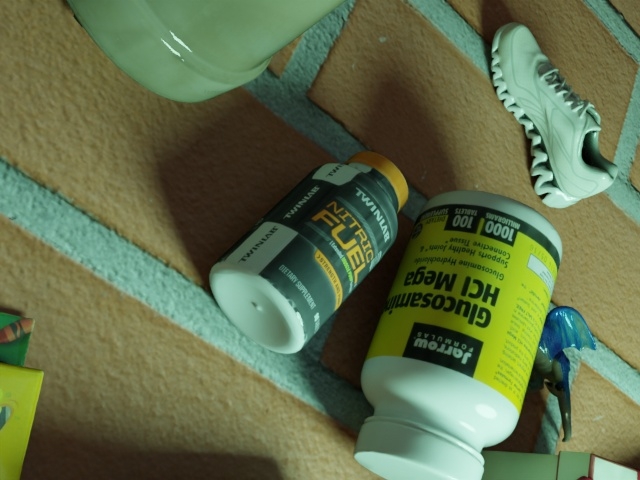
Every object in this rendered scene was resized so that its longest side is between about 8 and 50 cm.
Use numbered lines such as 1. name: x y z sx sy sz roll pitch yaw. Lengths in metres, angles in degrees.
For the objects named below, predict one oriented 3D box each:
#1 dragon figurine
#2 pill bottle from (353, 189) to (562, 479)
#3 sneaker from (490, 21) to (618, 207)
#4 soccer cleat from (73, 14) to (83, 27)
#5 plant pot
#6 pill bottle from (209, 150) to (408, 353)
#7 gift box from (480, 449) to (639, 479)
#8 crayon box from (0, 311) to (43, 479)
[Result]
1. dragon figurine: 0.325 0.143 1.127 0.144 0.085 0.289 -43 105 -33
2. pill bottle: 0.160 0.122 0.950 0.188 0.188 0.334 35 62 -25
3. sneaker: 0.352 -0.196 1.195 0.110 0.118 0.292 -28 96 -34
4. soccer cleat: -0.227 -0.347 0.828 0.121 0.093 0.289 -17 91 -39
5. plant pot: -0.060 -0.324 0.760 0.323 0.280 0.323 32 52 -53
6. pill bottle: 0.000 0.000 0.897 0.130 0.130 0.245 53 56 -15
7. gift box: 0.290 0.388 0.948 0.276 0.258 0.255 19 70 -32
8. crayon box: -0.353 0.194 0.639 0.202 0.081 0.318 17 71 -31
